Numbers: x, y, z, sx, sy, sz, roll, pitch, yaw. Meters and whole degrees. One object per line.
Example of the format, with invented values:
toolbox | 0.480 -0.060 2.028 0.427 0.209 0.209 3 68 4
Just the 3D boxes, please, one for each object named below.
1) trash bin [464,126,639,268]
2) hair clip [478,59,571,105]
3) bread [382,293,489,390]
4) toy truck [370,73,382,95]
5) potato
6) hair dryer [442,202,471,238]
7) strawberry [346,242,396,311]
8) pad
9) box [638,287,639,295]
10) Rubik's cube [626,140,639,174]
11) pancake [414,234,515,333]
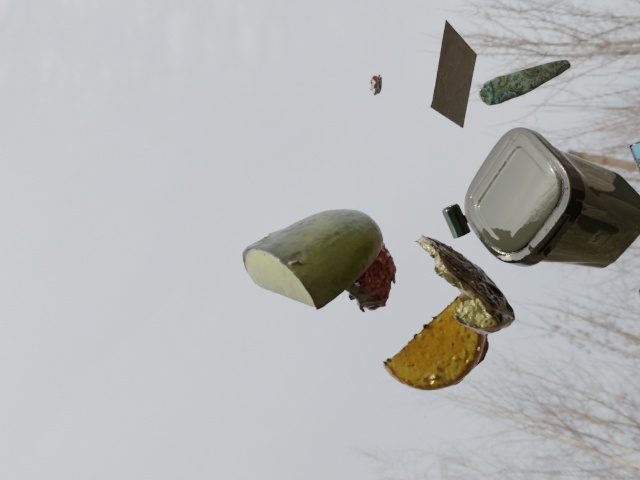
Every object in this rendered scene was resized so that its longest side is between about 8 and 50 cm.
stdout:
trash bin | 0.452 -0.064 1.150 0.250 0.219 0.220 11 -51 -24
hair clip | 0.502 -0.393 1.483 0.036 0.229 0.066 -39 -71 -81
bread | 0.342 0.300 1.653 0.340 0.179 0.194 -43 -16 9
toy truck | 0.148 -0.409 1.597 0.032 0.024 0.083 -34 -15 -6
potato | 0.000 0.000 1.191 0.255 0.269 0.112 -33 -64 -25
hair dryer | 0.472 -0.087 1.847 0.197 0.057 0.100 -23 -86 -13
strawberry | 0.111 0.036 1.353 0.190 0.111 0.236 44 -151 -26
pad | 0.412 -0.494 1.844 0.367 0.007 0.248 0 -79 -63
box | 0.597 0.167 0.846 0.143 0.184 0.273 38 -143 -32
Rubik's cube | 0.752 -0.134 1.191 0.228 0.233 0.229 40 -128 -67
pancake | 0.261 0.092 1.029 0.257 0.212 0.056 28 -67 -33
